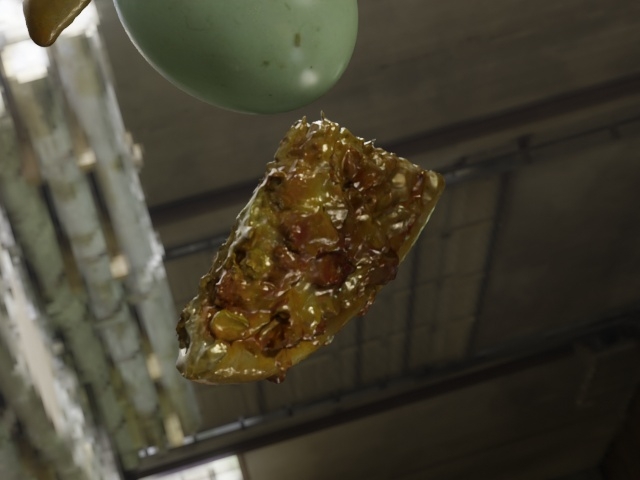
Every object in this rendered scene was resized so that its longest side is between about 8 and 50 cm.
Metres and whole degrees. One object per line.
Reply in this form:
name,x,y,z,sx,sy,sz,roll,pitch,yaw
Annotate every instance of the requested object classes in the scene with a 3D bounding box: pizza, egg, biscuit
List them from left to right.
biscuit,-0.242,-0.314,1.564,0.047,0.208,0.164,15,57,-65
egg,-0.058,-0.167,0.966,0.192,0.149,0.149,50,-15,19
pizza,0.000,0.000,1.256,0.086,0.335,0.226,30,-42,31
